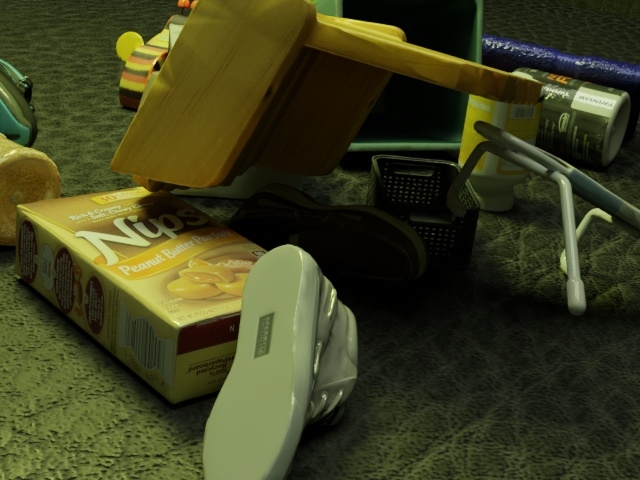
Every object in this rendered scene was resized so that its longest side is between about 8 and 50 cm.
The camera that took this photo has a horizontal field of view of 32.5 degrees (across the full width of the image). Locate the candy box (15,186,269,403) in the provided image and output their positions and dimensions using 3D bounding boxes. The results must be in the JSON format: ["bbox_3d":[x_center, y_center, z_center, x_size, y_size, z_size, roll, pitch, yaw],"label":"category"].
[{"bbox_3d":[-0.161,0.041,1.134,0.183,0.087,0.316,-11,29,-40],"label":"candy box"}]

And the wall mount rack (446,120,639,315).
[{"bbox_3d":[0.301,0.008,1.217,0.350,0.130,0.304,26,9,-28],"label":"wall mount rack"}]

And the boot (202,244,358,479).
[{"bbox_3d":[-0.018,0.134,0.948,0.095,0.123,0.258,-17,44,32],"label":"boot"}]

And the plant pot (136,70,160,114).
[{"bbox_3d":[-0.214,-0.209,1.701,0.109,0.096,0.109,-11,29,-38],"label":"plant pot"}]

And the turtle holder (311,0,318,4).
[{"bbox_3d":[0.040,-0.453,2.242,0.227,0.243,0.320,23,-16,1],"label":"turtle holder"}]

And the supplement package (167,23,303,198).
[{"bbox_3d":[-0.118,-0.177,1.517,0.194,0.203,0.149,4,22,-10],"label":"supplement package"}]

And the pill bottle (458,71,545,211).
[{"bbox_3d":[0.252,-0.139,1.560,0.103,0.184,0.103,6,23,-3],"label":"pill bottle"}]

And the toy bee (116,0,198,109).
[{"bbox_3d":[-0.257,-0.334,1.905,0.195,0.162,0.298,5,23,0],"label":"toy bee"}]

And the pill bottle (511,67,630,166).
[{"bbox_3d":[0.382,-0.215,1.849,0.246,0.130,0.130,19,25,25],"label":"pill bottle"}]

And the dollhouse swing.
[{"bbox_3d":[0.025,-0.121,1.235,0.305,0.315,0.347,35,15,14],"label":"dollhouse swing"}]

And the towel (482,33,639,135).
[{"bbox_3d":[0.424,-0.288,1.968,0.308,0.076,0.227,15,-15,16],"label":"towel"}]

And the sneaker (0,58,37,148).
[{"bbox_3d":[-0.473,-0.216,1.609,0.140,0.125,0.341,-4,27,-36],"label":"sneaker"}]

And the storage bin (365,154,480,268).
[{"bbox_3d":[0.128,-0.039,1.417,0.122,0.084,0.180,5,24,-6],"label":"storage bin"}]

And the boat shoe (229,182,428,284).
[{"bbox_3d":[0.001,0.007,1.280,0.257,0.095,0.095,15,34,38],"label":"boat shoe"}]

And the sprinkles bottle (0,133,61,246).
[{"bbox_3d":[-0.472,-0.105,1.348,0.355,0.121,0.121,24,28,35],"label":"sprinkles bottle"}]

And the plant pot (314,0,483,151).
[{"bbox_3d":[0.091,-0.271,1.775,0.247,0.248,0.252,-3,7,-22],"label":"plant pot"}]
